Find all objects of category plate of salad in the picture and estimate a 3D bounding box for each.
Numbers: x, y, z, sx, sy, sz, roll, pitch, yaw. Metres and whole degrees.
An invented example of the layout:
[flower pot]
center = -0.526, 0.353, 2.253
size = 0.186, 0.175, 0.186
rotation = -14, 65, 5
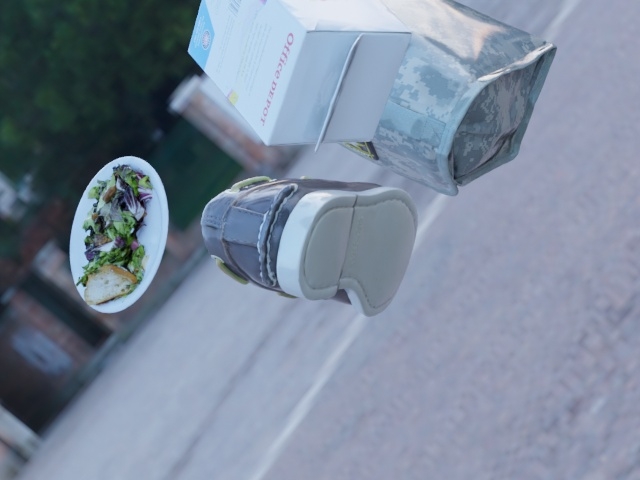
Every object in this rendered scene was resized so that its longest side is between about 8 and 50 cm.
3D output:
[plate of salad]
center = -0.262, -0.009, 2.182
size = 0.200, 0.048, 0.200
rotation = -14, 71, 45

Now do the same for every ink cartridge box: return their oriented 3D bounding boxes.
[ink cartridge box]
center = -0.012, -0.131, 1.188
size = 0.090, 0.143, 0.092
rotation = -5, -50, -34

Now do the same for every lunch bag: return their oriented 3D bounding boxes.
[lunch bag]
center = 0.087, -0.166, 1.865
size = 0.287, 0.235, 0.169
rotation = -29, -38, -59

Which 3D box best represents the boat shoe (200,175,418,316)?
[boat shoe]
center = 0.000, 0.000, 1.481
size = 0.324, 0.096, 0.117
rotation = 4, -80, -71
